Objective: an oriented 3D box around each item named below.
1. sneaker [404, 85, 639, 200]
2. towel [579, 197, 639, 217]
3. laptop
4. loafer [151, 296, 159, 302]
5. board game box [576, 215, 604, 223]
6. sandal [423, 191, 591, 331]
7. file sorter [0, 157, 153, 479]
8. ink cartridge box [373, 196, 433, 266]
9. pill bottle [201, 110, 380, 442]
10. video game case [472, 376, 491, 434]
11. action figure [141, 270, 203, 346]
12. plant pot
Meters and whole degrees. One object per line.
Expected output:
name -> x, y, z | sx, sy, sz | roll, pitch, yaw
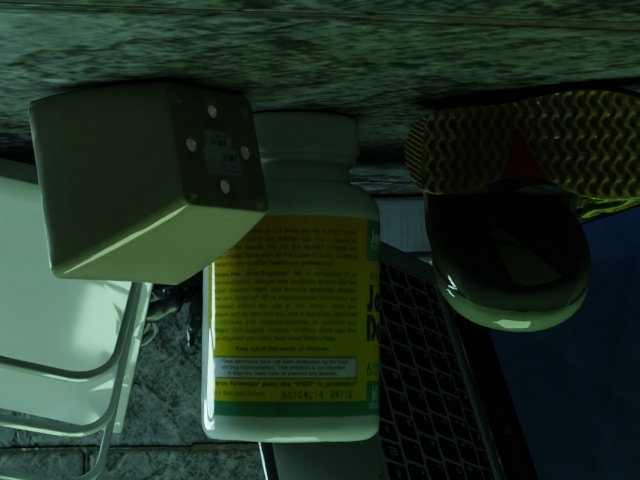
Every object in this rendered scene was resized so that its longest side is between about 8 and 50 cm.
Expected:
sneaker -> 0.147, -0.059, 0.926 | 0.185, 0.070, 0.084 | 4, -173, 32
towel -> 0.379, -0.034, 1.484 | 0.237, 0.021, 0.102 | 1, 176, -16
laptop -> 0.164, 0.078, 1.173 | 0.407, 0.382, 0.236 | 25, 124, -33
loafer -> -0.202, 0.022, 1.672 | 0.111, 0.112, 0.319 | -5, -177, 1
board game box -> 0.354, 0.049, 1.568 | 0.144, 0.142, 0.275 | 1, -177, -15
sandal -> 0.121, -0.001, 1.013 | 0.120, 0.086, 0.303 | 2, -157, 11
file sorter -> -0.236, 0.097, 1.122 | 0.192, 0.173, 0.278 | 12, 137, -5
ink cartridge box -> 0.000, 0.000, 1.616 | 0.307, 0.072, 0.303 | -2, 175, 4
pill bottle -> -0.019, 0.025, 1.003 | 0.117, 0.209, 0.117 | 0, 175, 0
video game case -> 0.071, 0.107, 1.362 | 0.025, 0.204, 0.285 | -42, 171, 13
action figure -> -0.180, 0.016, 1.268 | 0.275, 0.164, 0.141 | 10, 154, -12
plant pot -> -0.093, -0.041, 0.901 | 0.096, 0.109, 0.109 | -20, 164, 36
